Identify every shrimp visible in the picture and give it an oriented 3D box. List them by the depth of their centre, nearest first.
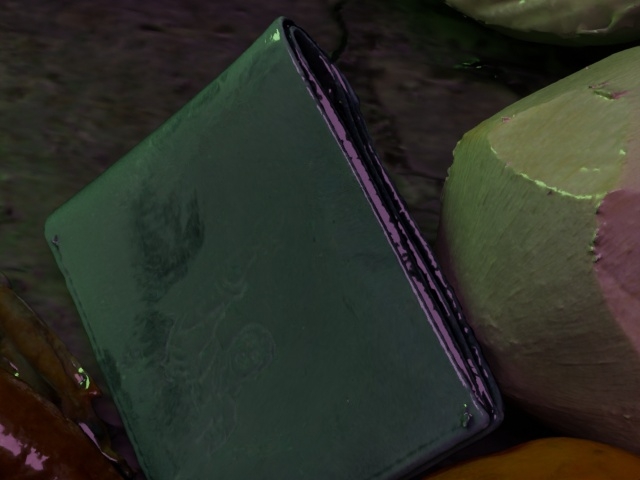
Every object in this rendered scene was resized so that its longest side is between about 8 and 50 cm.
[{"bbox_3d":[-0.240,0.094,1.079,0.145,0.059,0.254,-38,71,-15],"label":"shrimp"}]

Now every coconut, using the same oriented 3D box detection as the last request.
[{"bbox_3d":[0.187,0.010,1.033,0.247,0.245,0.245,-26,68,-22],"label":"coconut"}]

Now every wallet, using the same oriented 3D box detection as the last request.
[{"bbox_3d":[-0.043,0.044,1.041,0.251,0.054,0.290,-34,71,29],"label":"wallet"}]

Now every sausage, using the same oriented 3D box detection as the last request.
[{"bbox_3d":[-0.176,0.157,1.000,0.103,0.076,0.302,-44,90,-5],"label":"sausage"}]

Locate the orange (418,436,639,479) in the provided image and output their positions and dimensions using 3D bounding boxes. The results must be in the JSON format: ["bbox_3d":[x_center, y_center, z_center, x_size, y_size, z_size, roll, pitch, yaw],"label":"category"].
[{"bbox_3d":[0.134,0.248,0.930,0.283,0.226,0.284,2,58,-2],"label":"orange"}]

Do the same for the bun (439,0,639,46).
[{"bbox_3d":[0.170,-0.318,1.168,0.359,0.360,0.211,29,36,11],"label":"bun"}]
